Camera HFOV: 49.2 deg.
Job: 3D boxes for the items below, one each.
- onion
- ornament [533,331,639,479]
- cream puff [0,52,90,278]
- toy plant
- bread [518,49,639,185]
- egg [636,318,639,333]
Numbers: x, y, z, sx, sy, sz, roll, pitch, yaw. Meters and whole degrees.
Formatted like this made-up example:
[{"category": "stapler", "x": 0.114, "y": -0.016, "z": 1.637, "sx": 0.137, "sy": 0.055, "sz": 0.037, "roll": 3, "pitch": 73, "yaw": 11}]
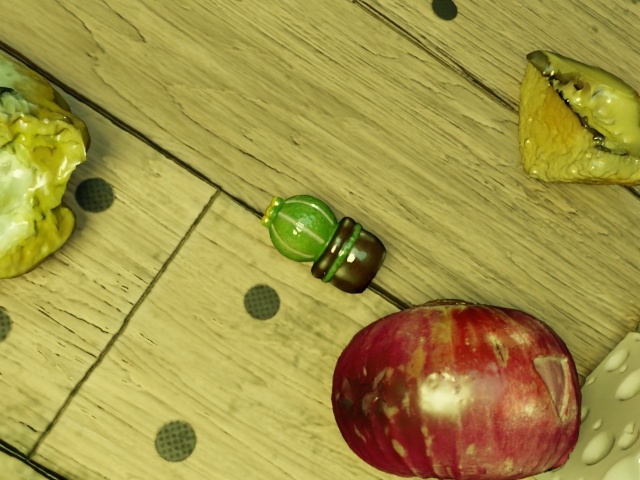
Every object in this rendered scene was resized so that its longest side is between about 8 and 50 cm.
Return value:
[{"category": "onion", "x": 0.141, "y": 0.180, "z": 0.807, "sx": 0.231, "sy": 0.256, "sz": 0.272, "roll": 6, "pitch": 53, "yaw": -31}, {"category": "ornament", "x": 0.425, "y": 0.281, "z": 0.824, "sx": 0.239, "sy": 0.240, "sz": 0.240, "roll": 43, "pitch": 88, "yaw": 1}, {"category": "cream puff", "x": -0.425, "y": -0.090, "z": 0.703, "sx": 0.274, "sy": 0.269, "sz": 0.323, "roll": 48, "pitch": 18, "yaw": 25}, {"category": "toy plant", "x": 0.000, "y": 0.000, "z": 0.903, "sx": 0.162, "sy": 0.093, "sz": 0.092, "roll": 31, "pitch": 65, "yaw": -5}, {"category": "bread", "x": 0.419, "y": -0.161, "z": 1.064, "sx": 0.204, "sy": 0.162, "sz": 0.262, "roll": 2, "pitch": 48, "yaw": -16}, {"category": "egg", "x": 0.520, "y": 0.155, "z": 0.997, "sx": 0.132, "sy": 0.132, "sz": 0.172, "roll": 15, "pitch": 81, "yaw": -13}]
